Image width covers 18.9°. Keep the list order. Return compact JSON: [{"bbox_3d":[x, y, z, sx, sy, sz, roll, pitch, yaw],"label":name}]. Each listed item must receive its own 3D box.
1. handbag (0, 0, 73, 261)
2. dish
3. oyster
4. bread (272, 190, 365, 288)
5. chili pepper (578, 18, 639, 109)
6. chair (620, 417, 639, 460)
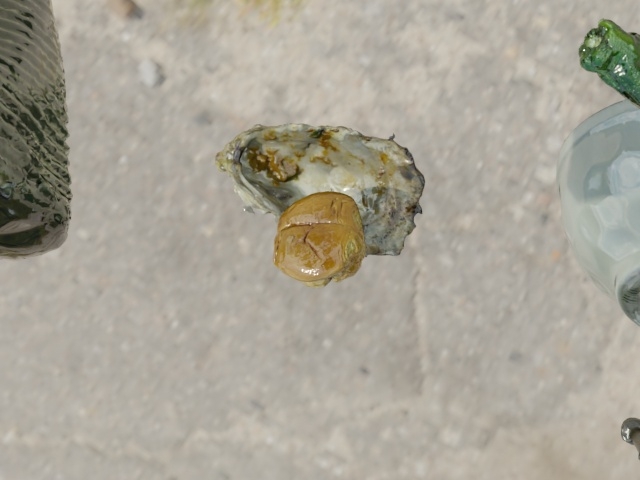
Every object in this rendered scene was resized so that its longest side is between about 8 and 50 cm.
[{"bbox_3d":[-0.273,-0.127,0.894,0.247,0.240,0.340,-12,158,22],"label":"handbag"},{"bbox_3d":[0.320,0.005,1.535,0.303,0.120,0.303,12,150,7],"label":"dish"},{"bbox_3d":[-0.001,-0.047,1.597,0.177,0.056,0.105,6,109,2],"label":"oyster"},{"bbox_3d":[0.000,0.000,1.543,0.081,0.083,0.046,19,158,36],"label":"bread"},{"bbox_3d":[0.171,-0.077,0.962,0.035,0.118,0.055,-27,70,29],"label":"chili pepper"},{"bbox_3d":[0.428,0.372,1.692,0.362,0.410,0.365,10,88,6],"label":"chair"}]
